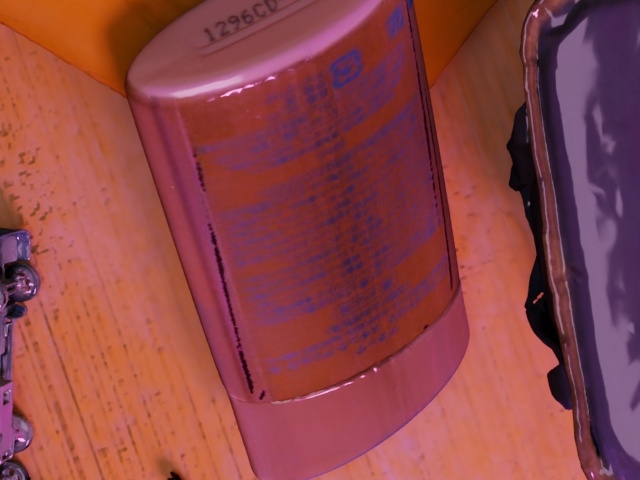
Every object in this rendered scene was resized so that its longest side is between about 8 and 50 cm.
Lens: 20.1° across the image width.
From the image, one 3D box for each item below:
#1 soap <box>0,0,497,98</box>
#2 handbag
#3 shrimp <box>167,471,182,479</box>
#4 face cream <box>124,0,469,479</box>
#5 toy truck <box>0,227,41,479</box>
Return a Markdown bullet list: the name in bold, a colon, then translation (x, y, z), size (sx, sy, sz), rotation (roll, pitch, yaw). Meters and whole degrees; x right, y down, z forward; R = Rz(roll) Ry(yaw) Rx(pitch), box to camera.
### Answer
- **soap**: translation (-0.053, -0.159, 0.831), size (0.204, 0.324, 0.096), rotation (-54, 49, 7)
- **handbag**: translation (0.200, -0.015, 0.846), size (0.222, 0.241, 0.263), rotation (-7, 93, 8)
- **shrimp**: translation (-0.109, 0.160, 0.998), size (0.114, 0.023, 0.083), rotation (30, 93, -3)
- **face cream**: translation (0.000, 0.000, 0.877), size (0.139, 0.285, 0.067), rotation (-27, 46, -13)
- **toy truck**: translation (-0.202, 0.078, 0.984), size (0.081, 0.067, 0.175), rotation (4, 97, 11)
